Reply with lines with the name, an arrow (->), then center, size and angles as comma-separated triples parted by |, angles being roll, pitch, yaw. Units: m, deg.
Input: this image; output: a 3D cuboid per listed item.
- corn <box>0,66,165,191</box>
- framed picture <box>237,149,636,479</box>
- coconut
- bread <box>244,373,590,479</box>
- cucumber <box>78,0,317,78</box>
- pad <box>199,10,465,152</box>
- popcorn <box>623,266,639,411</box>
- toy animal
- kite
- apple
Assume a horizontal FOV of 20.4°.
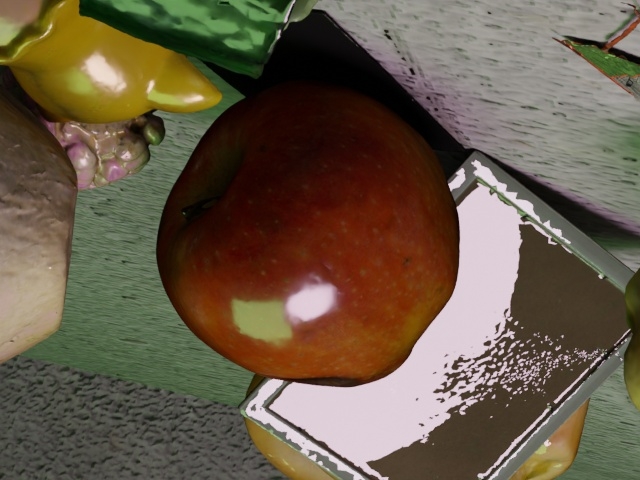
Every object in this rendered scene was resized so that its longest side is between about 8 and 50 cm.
corn -> -0.226, -0.087, 1.438 | 0.126, 0.127, 0.335 | 21, 165, -21
framed picture -> 0.111, 0.093, 1.458 | 0.232, 0.296, 0.019 | 37, -164, -21
coconut -> -0.290, -0.023, 1.199 | 0.259, 0.259, 0.259 | 15, 166, 4
bread -> 0.089, 0.114, 1.610 | 0.315, 0.270, 0.211 | 13, -179, -16
cucumber -> -0.031, -0.177, 0.786 | 0.130, 0.191, 0.191 | 16, 166, -1
pad -> -0.010, -0.118, 1.325 | 0.163, 0.004, 0.243 | 6, 163, 32
popcorn -> 0.361, 0.106, 1.223 | 0.312, 0.312, 0.312 | 15, 166, 4
toy animal -> -0.170, -0.150, 1.114 | 0.156, 0.156, 0.230 | 5, 159, 36
kite -> 0.241, -0.108, 1.088 | 0.198, 0.006, 0.244 | 16, 166, 2
apple -> 0.000, 0.000, 1.304 | 0.230, 0.230, 0.230 | 15, 166, 4
